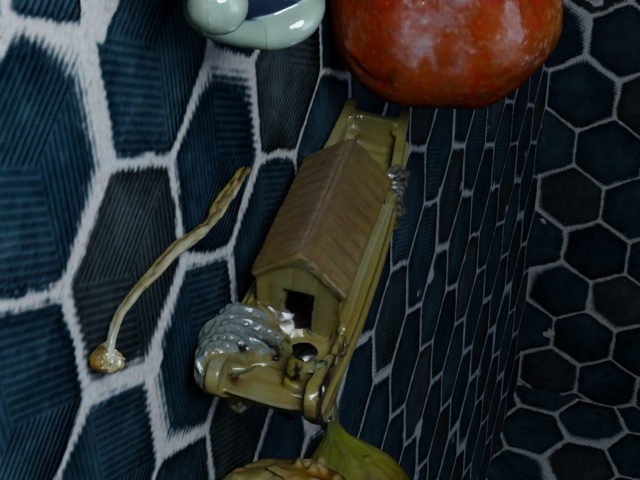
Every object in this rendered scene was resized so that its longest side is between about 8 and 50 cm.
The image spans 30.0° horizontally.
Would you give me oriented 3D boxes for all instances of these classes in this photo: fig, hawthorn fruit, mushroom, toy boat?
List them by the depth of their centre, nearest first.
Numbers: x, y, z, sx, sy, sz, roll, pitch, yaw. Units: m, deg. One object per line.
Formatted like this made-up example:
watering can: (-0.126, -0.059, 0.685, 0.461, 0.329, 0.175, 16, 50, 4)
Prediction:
mushroom: (-0.115, 0.010, 0.968, 0.286, 0.026, 0.028, -61, 172, -48)
toy boat: (0.000, 0.000, 1.169, 0.445, 0.136, 0.162, -66, 163, -49)
hawthorn fruit: (0.118, -0.270, 1.192, 0.242, 0.242, 0.272, -67, 149, -33)
fig: (0.042, 0.285, 1.467, 0.143, 0.160, 0.231, 23, 57, -34)

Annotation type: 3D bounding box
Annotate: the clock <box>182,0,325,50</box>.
clock: (-0.058, -0.231, 0.781, 0.243, 0.146, 0.200, 70, 30, -67)

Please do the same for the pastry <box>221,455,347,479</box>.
pastry: (0.001, 0.366, 1.172, 0.316, 0.184, 0.284, 62, 38, -33)
